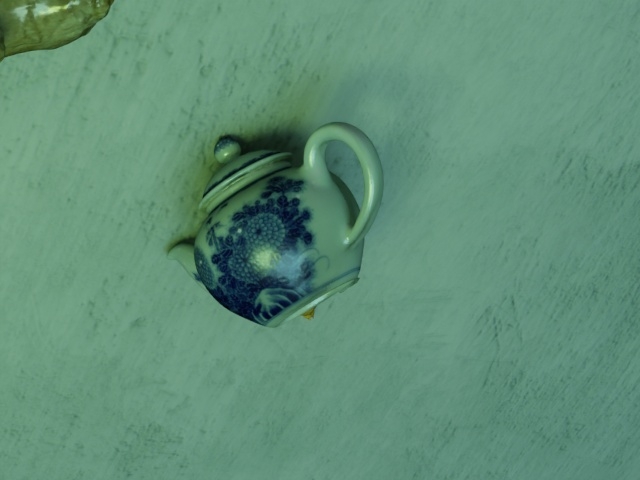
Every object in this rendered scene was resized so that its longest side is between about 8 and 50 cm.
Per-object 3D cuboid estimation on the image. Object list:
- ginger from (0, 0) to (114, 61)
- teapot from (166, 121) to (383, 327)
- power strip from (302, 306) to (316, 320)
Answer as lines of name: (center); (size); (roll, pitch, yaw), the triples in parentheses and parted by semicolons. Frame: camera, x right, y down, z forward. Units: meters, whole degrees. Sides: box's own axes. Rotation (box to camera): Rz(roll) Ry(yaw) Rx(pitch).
ginger: (-0.376, -0.268, 1.285); (0.275, 0.221, 0.130); (-6, 123, -6)
teapot: (-0.074, -0.028, 1.602); (0.424, 0.280, 0.252); (-34, 173, 36)
power strip: (-0.042, 0.077, 1.849); (0.049, 0.028, 0.178); (-24, 134, 0)
